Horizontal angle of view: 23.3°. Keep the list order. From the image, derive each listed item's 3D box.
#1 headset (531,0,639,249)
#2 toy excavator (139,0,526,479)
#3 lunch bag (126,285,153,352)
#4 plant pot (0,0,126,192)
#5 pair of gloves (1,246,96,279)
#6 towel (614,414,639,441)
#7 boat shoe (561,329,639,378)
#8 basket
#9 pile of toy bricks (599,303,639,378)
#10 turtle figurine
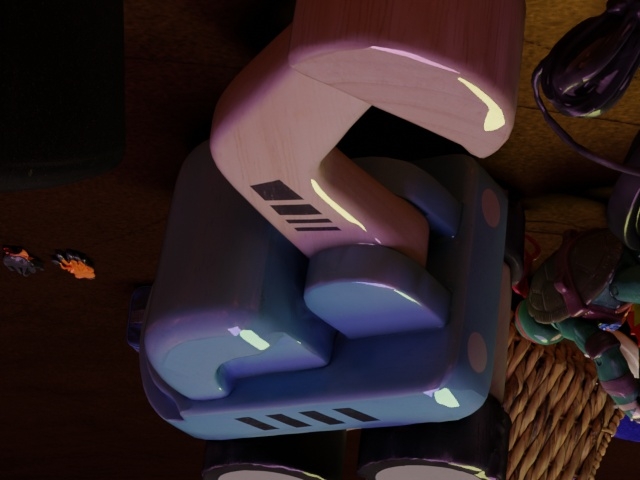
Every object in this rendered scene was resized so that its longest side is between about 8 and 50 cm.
[{"bbox_3d":[0.269,-0.027,0.847,0.394,0.185,0.243,27,-164,-35],"label":"headset"},{"bbox_3d":[0.000,0.000,1.001,0.433,0.222,0.445,-10,150,34],"label":"toy excavator"},{"bbox_3d":[-0.134,0.081,1.481,0.098,0.067,0.065,0,163,10],"label":"lunch bag"},{"bbox_3d":[-0.190,-0.101,0.740,0.188,0.187,0.167,-5,174,27],"label":"plant pot"},{"bbox_3d":[-0.248,0.022,1.413,0.083,0.010,0.074,4,163,2],"label":"pair of gloves"},{"bbox_3d":[0.400,0.158,1.602,0.227,0.076,0.308,18,158,-41],"label":"towel"},{"bbox_3d":[0.222,0.183,1.572,0.098,0.096,0.277,42,136,-1],"label":"boat shoe"},{"bbox_3d":[0.099,0.200,1.420,0.223,0.299,0.213,28,172,-26],"label":"basket"},{"bbox_3d":[0.289,0.084,1.334,0.118,0.105,0.212,7,163,-9],"label":"pile of toy bricks"},{"bbox_3d":[0.217,0.040,1.130,0.118,0.175,0.234,21,147,-24],"label":"turtle figurine"}]
